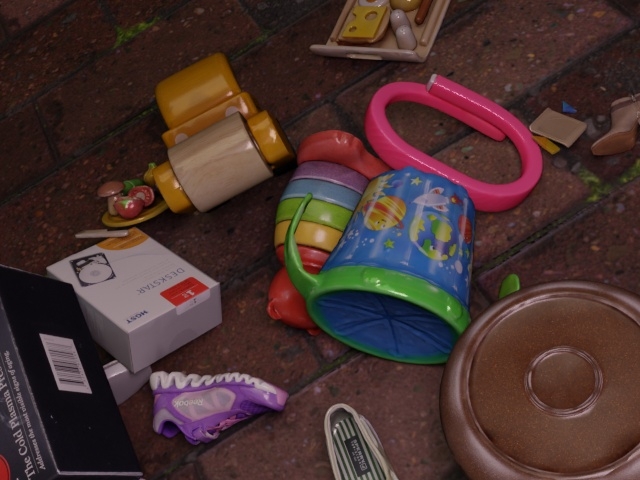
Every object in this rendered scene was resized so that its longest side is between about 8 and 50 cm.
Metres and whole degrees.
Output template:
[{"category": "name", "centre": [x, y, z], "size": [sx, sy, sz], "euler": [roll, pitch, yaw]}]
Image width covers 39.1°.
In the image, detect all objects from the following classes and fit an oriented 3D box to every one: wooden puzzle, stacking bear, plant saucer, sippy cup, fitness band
[{"category": "wooden puzzle", "centre": [0.380, -0.179, 1.446], "size": [0.116, 0.014, 0.078], "euler": [-36, 57, -29]}, {"category": "stacking bear", "centre": [0.000, 0.000, 1.414], "size": [0.164, 0.175, 0.289], "euler": [-4, 63, 48]}, {"category": "plant saucer", "centre": [0.286, 0.171, 1.055], "size": [0.311, 0.050, 0.310], "euler": [-11, 54, 16]}, {"category": "sippy cup", "centre": [0.119, 0.027, 1.283], "size": [0.240, 0.305, 0.224], "euler": [-8, 53, 41]}, {"category": "fitness band", "centre": [0.210, -0.158, 1.415], "size": [0.291, 0.054, 0.209], "euler": [27, 49, 2]}]

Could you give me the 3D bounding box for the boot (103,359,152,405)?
[{"category": "boot", "centre": [-0.403, 0.228, 1.462], "size": [0.258, 0.095, 0.123], "euler": [-30, 58, 3]}]

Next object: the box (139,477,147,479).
[{"category": "box", "centre": [-0.315, 0.371, 1.345], "size": [0.324, 0.067, 0.063], "euler": [11, 70, 30]}]

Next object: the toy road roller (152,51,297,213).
[{"category": "toy road roller", "centre": [-0.180, -0.187, 1.503], "size": [0.202, 0.329, 0.240], "euler": [-28, 94, 4]}]

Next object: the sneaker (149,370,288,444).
[{"category": "sneaker", "centre": [-0.158, 0.255, 1.350], "size": [0.236, 0.095, 0.104], "euler": [-5, 63, 26]}]

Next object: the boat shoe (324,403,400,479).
[{"category": "boat shoe", "centre": [0.069, 0.351, 1.178], "size": [0.109, 0.094, 0.302], "euler": [-30, 51, 1]}]

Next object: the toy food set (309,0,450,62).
[{"category": "toy food set", "centre": [0.127, -0.467, 1.714], "size": [0.220, 0.092, 0.306], "euler": [9, 61, 28]}]

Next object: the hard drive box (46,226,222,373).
[{"category": "hard drive box", "centre": [-0.304, 0.090, 1.474], "size": [0.232, 0.089, 0.181], "euler": [29, 43, 34]}]

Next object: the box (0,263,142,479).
[{"category": "box", "centre": [-0.478, 0.267, 1.311], "size": [0.312, 0.179, 0.343], "euler": [-37, 63, 16]}]

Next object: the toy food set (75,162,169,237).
[{"category": "toy food set", "centre": [-0.331, -0.083, 1.600], "size": [0.128, 0.071, 0.218], "euler": [2, 29, 35]}]

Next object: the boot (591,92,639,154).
[{"category": "boot", "centre": [0.472, -0.184, 1.412], "size": [0.118, 0.042, 0.087], "euler": [-17, 46, 10]}]
